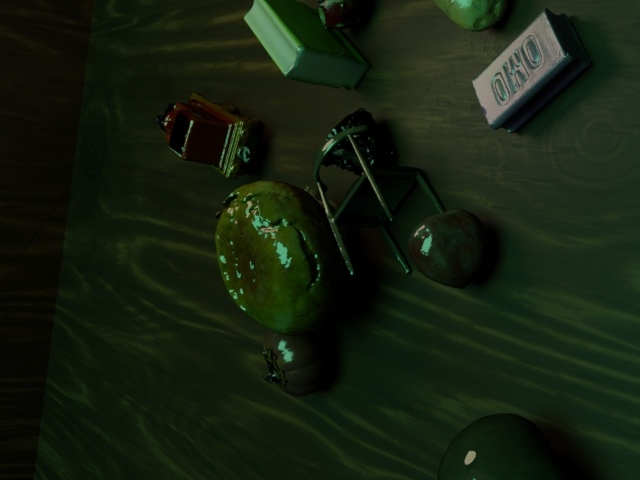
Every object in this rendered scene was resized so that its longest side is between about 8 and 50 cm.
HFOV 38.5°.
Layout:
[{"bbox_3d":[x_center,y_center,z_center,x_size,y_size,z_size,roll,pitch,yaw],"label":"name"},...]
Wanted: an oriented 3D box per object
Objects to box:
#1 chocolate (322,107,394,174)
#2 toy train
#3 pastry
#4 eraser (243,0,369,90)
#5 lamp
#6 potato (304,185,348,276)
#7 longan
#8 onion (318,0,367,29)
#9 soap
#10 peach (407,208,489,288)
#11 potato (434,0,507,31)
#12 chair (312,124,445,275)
[{"bbox_3d":[0.090,-0.187,1.962,0.133,0.156,0.156,43,125,16],"label":"chocolate"},{"bbox_3d":[-0.302,-0.282,2.438,0.369,0.232,0.163,35,111,51],"label":"toy train"},{"bbox_3d":[-0.096,0.039,1.960,0.356,0.164,0.355,19,115,46],"label":"pastry"},{"bbox_3d":[-0.032,-0.455,2.092,0.274,0.210,0.092,55,128,40],"label":"eraser"},{"bbox_3d":[-0.065,0.269,2.073,0.182,0.140,0.182,48,149,42],"label":"lamp"},{"bbox_3d":[0.002,-0.001,2.060,0.161,0.128,0.234,123,135,-58],"label":"potato"},{"bbox_3d":[0.300,0.404,1.481,0.248,0.248,0.248,-12,76,54],"label":"longan"},{"bbox_3d":[0.053,-0.530,2.068,0.118,0.119,0.117,-43,36,44],"label":"onion"},{"bbox_3d":[0.366,-0.294,1.611,0.203,0.066,0.122,-45,51,42],"label":"soap"},{"bbox_3d":[0.236,0.022,1.697,0.152,0.152,0.152,-12,76,54],"label":"peach"},{"bbox_3d":[0.278,-0.470,1.729,0.178,0.118,0.109,57,167,26],"label":"potato"},{"bbox_3d":[0.110,-0.084,1.863,0.188,0.166,0.272,-55,49,36],"label":"chair"}]
